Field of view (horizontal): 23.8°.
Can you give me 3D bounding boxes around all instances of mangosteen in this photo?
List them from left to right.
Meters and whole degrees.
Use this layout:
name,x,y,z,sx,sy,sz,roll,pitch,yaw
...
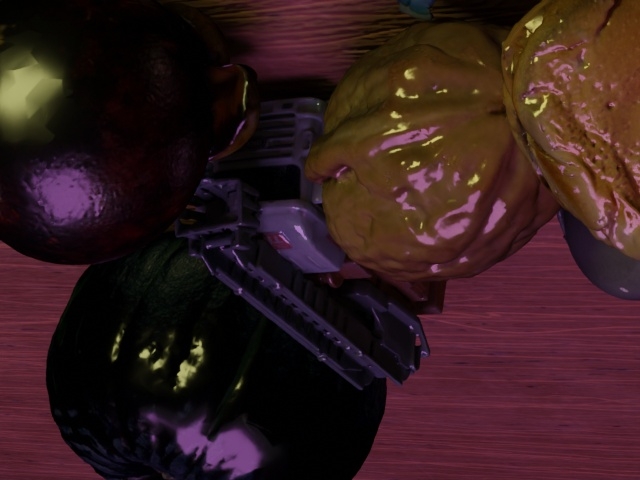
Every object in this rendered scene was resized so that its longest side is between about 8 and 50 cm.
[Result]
name,x,y,z,sx,sy,sz,roll,pitch,yaw
mangosteen,-0.165,-0.101,1.178,0.265,0.228,0.228,-19,172,-30

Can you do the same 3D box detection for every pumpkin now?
name,x,y,z,sx,sy,sz,roll,pitch,yaw
pumpkin,-0.116,0.154,1.643,0.363,0.266,0.363,14,151,8

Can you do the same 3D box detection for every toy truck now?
name,x,y,z,sx,sy,sz,roll,pitch,yaw
toy truck,0.000,0.000,1.358,0.133,0.184,0.338,-5,154,28

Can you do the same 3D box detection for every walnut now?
name,x,y,z,sx,sy,sz,roll,pitch,yaw
walnut,0.089,-0.065,1.159,0.198,0.198,0.245,21,159,-26

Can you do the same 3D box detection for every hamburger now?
name,x,y,z,sx,sy,sz,roll,pitch,yaw
hamburger,0.227,-0.092,1.009,0.214,0.213,0.108,13,-161,-9

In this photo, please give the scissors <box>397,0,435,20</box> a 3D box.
name,x,y,z,sx,sy,sz,roll,pitch,yaw
scissors,0.085,-0.232,0.926,0.180,0.032,0.393,33,163,6

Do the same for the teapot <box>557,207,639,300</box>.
name,x,y,z,sx,sy,sz,roll,pitch,yaw
teapot,0.281,-0.038,1.192,0.193,0.129,0.294,-27,-175,-30
